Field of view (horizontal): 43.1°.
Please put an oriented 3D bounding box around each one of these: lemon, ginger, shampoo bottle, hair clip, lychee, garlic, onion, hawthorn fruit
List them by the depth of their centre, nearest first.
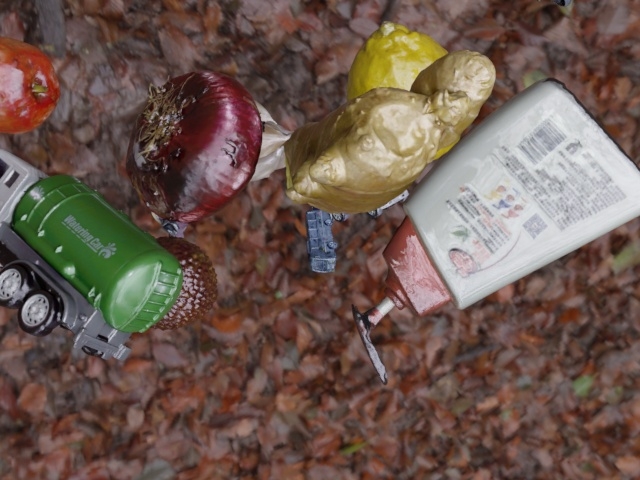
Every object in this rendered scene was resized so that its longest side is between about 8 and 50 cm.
[{"bbox_3d":[0.027,-0.057,0.562,0.081,0.115,0.205,35,144,-20],"label":"ginger"},{"bbox_3d":[0.135,-0.001,0.706,0.284,0.071,0.153,-40,91,3],"label":"shampoo bottle"},{"bbox_3d":[-0.551,-0.279,1.465,0.179,0.200,0.179,-23,116,-59],"label":"hawthorn fruit"},{"bbox_3d":[-0.234,-0.175,1.575,0.232,0.314,0.314,27,106,-43],"label":"onion"},{"bbox_3d":[0.190,-0.325,1.848,0.316,0.285,0.285,38,101,-18],"label":"lemon"},{"bbox_3d":[-0.157,-0.256,1.939,0.210,0.292,0.237,-44,153,-37],"label":"garlic"},{"bbox_3d":[-0.360,0.104,1.955,0.236,0.236,0.271,-42,162,5],"label":"lychee"},{"bbox_3d":[-0.385,-0.072,2.079,0.056,0.187,0.146,-33,124,14],"label":"hair clip"}]

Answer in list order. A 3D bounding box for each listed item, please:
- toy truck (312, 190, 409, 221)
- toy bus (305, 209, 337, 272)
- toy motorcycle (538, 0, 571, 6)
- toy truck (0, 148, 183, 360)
[{"bbox_3d":[0.087,-0.140,2.065,0.124,0.268,0.155,-29,104,-36],"label":"toy truck"},{"bbox_3d":[0.000,0.000,1.763,0.065,0.166,0.047,-2,132,-4],"label":"toy bus"},{"bbox_3d":[0.322,-0.437,1.280,0.061,0.193,0.124,-40,128,4],"label":"toy motorcycle"},{"bbox_3d":[-0.235,0.009,0.734,0.125,0.242,0.101,-55,151,-3],"label":"toy truck"}]
